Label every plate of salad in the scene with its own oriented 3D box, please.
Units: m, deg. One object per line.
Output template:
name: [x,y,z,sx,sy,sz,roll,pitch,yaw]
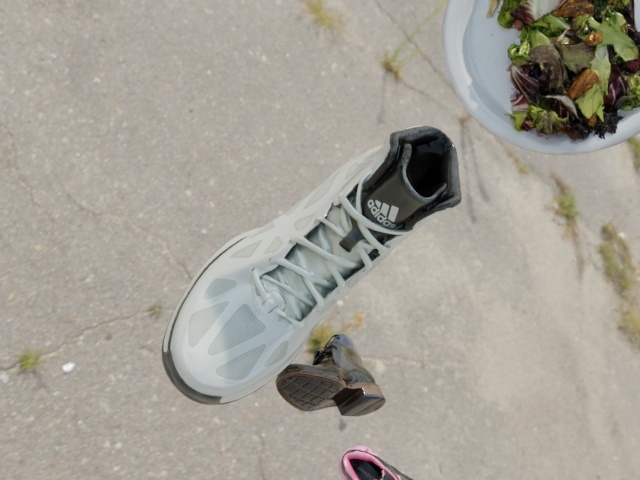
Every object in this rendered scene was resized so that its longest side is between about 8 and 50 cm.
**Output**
plate of salad: [0.195,-0.168,0.611,0.200,0.199,0.048,67,12,7]

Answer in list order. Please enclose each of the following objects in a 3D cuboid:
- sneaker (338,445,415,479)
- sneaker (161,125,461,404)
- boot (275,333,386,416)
sneaker: [0.066,0.224,0.696,0.119,0.057,0.047,27,72,17]
sneaker: [0.000,-0.001,0.922,0.169,0.257,0.447,46,63,1]
boot: [0.001,0.184,1.115,0.219,0.082,0.106,28,32,-47]
